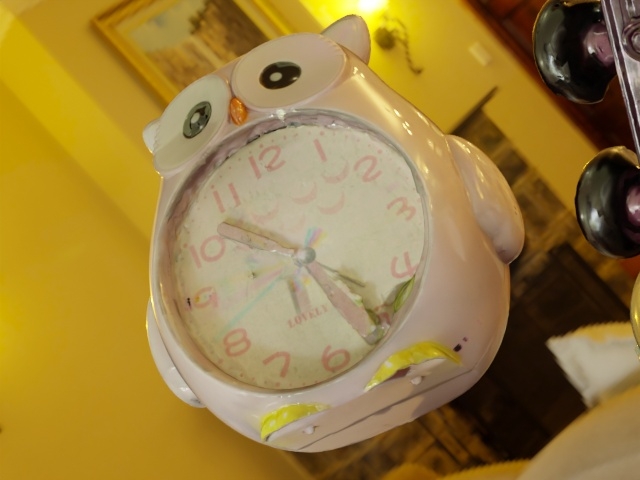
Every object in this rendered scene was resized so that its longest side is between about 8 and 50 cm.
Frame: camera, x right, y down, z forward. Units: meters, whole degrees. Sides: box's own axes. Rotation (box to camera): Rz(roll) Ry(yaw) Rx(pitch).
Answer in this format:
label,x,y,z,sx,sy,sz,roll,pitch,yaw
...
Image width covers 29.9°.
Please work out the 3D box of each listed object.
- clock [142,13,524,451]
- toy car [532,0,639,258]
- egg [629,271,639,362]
label,x,y,z,sx,sy,sz,roll,pitch,yaw
clock,0.000,0.000,1.140,0.368,0.377,0.250,-27,-24,13
toy car,0.314,-0.107,0.759,0.240,0.341,0.271,-23,15,-33
egg,0.350,0.063,1.029,0.164,0.164,0.201,-43,16,-1
